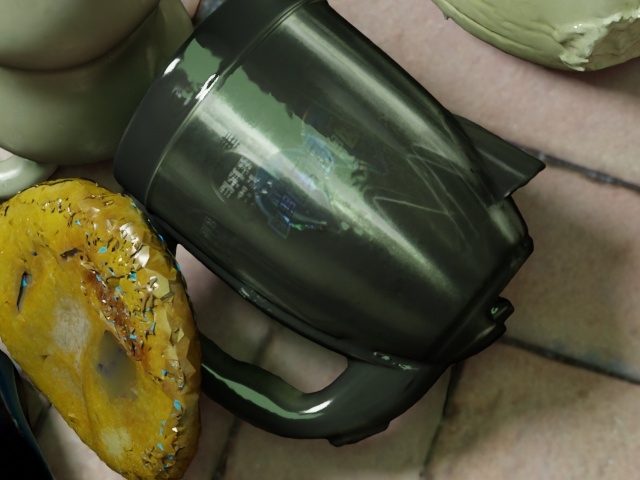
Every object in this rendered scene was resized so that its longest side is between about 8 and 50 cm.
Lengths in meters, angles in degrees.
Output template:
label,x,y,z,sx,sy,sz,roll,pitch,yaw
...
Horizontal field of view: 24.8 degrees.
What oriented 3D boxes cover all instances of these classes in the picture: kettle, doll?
label,x,y,z,sx,sy,sz,roll,pitch,yaw
kettle,0.000,0.000,1.182,0.324,0.228,0.321,39,94,7
doll,-0.220,-0.194,1.192,0.215,0.370,0.226,30,64,8

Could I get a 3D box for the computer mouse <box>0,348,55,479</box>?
label,x,y,z,sx,sy,sz,roll,pitch,yaw
computer mouse,-0.293,0.182,1.203,0.137,0.096,0.233,-21,83,-20

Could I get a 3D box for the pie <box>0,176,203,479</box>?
label,x,y,z,sx,sy,sz,roll,pitch,yaw
pie,-0.177,0.075,1.175,0.069,0.273,0.273,-27,73,-39

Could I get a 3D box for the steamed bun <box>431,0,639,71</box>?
label,x,y,z,sx,sy,sz,roll,pitch,yaw
steamed bun,0.210,-0.333,1.221,0.312,0.233,0.334,26,80,9
